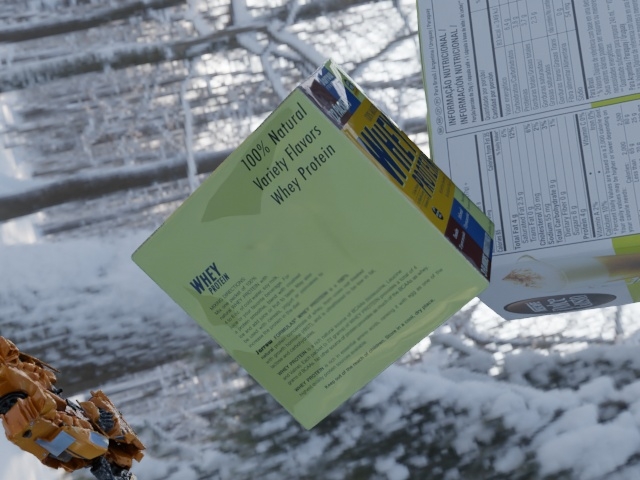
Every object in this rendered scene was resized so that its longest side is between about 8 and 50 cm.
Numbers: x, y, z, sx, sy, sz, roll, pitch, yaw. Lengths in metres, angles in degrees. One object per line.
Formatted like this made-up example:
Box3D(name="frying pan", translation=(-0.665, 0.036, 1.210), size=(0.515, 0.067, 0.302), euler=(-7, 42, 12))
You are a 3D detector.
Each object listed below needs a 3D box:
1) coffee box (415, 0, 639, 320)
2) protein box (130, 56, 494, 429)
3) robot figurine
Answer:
Box3D(name="coffee box", translation=(0.321, -0.111, 1.075), size=(0.337, 0.334, 0.338), euler=(32, 51, -65))
Box3D(name="protein box", translation=(0.000, 0.000, 0.755), size=(0.201, 0.200, 0.136), euler=(45, 22, -7))
Box3D(name="robot figurine", translation=(-0.336, 0.240, 1.229), size=(0.211, 0.085, 0.291), euler=(43, -5, 32))
